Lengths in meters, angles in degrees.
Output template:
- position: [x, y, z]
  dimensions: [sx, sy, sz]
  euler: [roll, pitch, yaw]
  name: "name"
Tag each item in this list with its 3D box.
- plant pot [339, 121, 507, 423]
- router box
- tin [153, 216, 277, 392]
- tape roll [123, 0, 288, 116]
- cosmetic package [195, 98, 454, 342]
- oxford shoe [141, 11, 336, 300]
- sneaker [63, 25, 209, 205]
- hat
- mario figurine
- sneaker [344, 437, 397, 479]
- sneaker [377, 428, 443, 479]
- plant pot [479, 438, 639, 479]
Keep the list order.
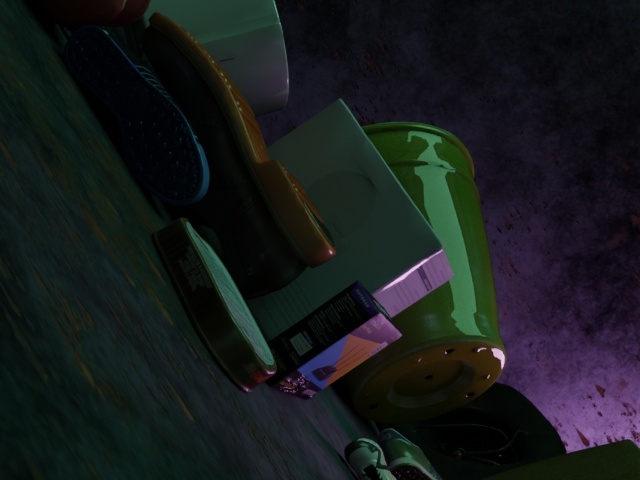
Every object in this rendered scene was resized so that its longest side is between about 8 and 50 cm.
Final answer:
- position: [0.114, 0.072, 1.789]
  dimensions: [0.366, 0.366, 0.353]
  euler: [53, 16, -53]
  name: "plant pot"
- position: [0.011, 0.109, 1.242]
  dimensions: [0.046, 0.133, 0.179]
  euler: [56, 3, 16]
  name: "router box"
- position: [-0.095, 0.055, 1.067]
  dimensions: [0.190, 0.040, 0.106]
  euler: [58, -1, 40]
  name: "tin"
- position: [-0.159, -0.270, 1.559]
  dimensions: [0.246, 0.169, 0.246]
  euler: [163, -90, -76]
  name: "tape roll"
- position: [0.000, 0.000, 1.387]
  dimensions: [0.224, 0.224, 0.138]
  euler: [57, 0, 21]
  name: "cosmetic package"
- position: [-0.127, -0.100, 1.301]
  dimensions: [0.364, 0.132, 0.130]
  euler: [58, 5, 24]
  name: "oxford shoe"
- position: [-0.180, -0.128, 1.244]
  dimensions: [0.232, 0.081, 0.090]
  euler: [56, 9, 16]
  name: "sneaker"
- position: [0.237, 0.354, 1.908]
  dimensions: [0.331, 0.331, 0.134]
  euler: [-119, -149, -62]
  name: "hat"
- position: [-0.252, -0.319, 1.385]
  dimensions: [0.198, 0.170, 0.320]
  euler: [57, 0, -28]
  name: "mario figurine"
- position: [0.064, 0.266, 1.322]
  dimensions: [0.109, 0.040, 0.044]
  euler: [54, 5, -28]
  name: "sneaker"
- position: [0.135, 0.324, 1.613]
  dimensions: [0.192, 0.064, 0.086]
  euler: [50, 11, -41]
  name: "sneaker"
- position: [0.182, 0.280, 0.965]
  dimensions: [0.237, 0.254, 0.237]
  euler: [55, 3, -4]
  name: "plant pot"
